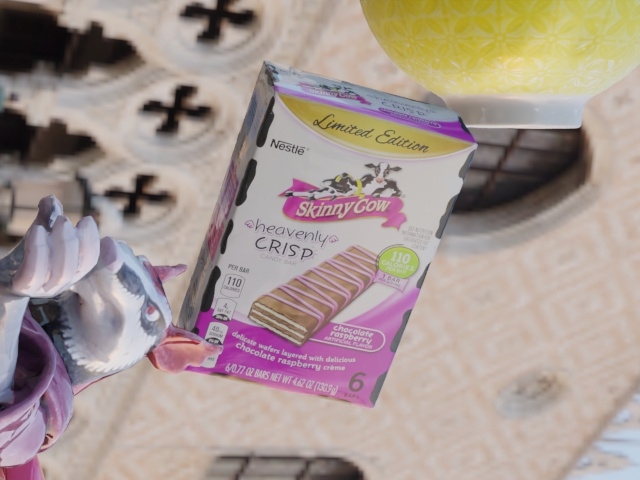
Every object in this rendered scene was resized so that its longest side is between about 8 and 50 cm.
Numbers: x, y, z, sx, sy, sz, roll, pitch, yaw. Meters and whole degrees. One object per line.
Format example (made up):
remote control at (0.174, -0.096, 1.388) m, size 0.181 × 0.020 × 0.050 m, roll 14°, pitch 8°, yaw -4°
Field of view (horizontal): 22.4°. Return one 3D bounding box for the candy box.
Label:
candy box at (0.000, 0.000, 1.204) m, size 0.071 × 0.159 × 0.233 m, roll -110°, pitch -144°, yaw -63°

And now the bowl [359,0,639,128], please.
bowl at (0.169, -0.175, 1.395) m, size 0.289 × 0.289 × 0.156 m, roll 7°, pitch -83°, yaw 63°

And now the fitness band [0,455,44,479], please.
fitness band at (-0.351, 0.205, 1.214) m, size 0.209 × 0.291 × 0.054 m, roll -78°, pitch 161°, yaw -58°

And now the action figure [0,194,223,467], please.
action figure at (-0.218, 0.065, 0.679) m, size 0.248 × 0.370 × 0.275 m, roll -132°, pitch -133°, yaw -58°
